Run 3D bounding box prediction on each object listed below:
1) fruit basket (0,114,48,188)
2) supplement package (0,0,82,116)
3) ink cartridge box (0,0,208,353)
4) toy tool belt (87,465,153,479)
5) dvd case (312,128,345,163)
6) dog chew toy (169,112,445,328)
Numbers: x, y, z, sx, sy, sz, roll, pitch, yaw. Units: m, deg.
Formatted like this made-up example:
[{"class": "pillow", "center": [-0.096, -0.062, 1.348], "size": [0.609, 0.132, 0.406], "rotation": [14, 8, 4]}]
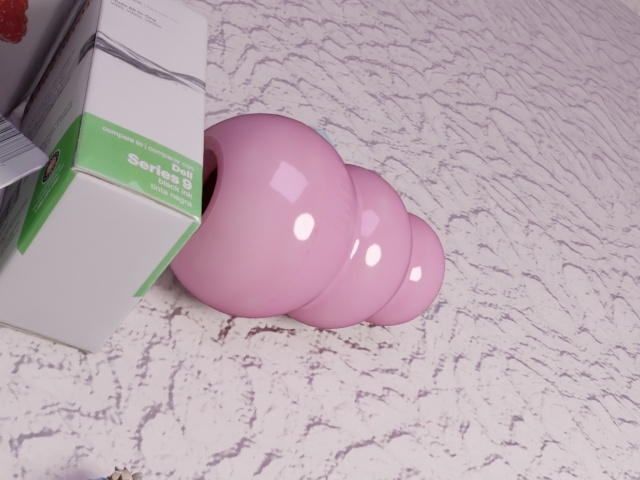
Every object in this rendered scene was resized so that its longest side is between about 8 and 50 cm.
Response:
[{"class": "fruit basket", "center": [-0.450, -0.092, 0.808], "size": [0.353, 0.165, 0.327], "rotation": [33, 41, 29]}, {"class": "supplement package", "center": [-0.301, -0.299, 1.021], "size": [0.177, 0.293, 0.175], "rotation": [35, 37, -7]}, {"class": "ink cartridge box", "center": [-0.203, -0.079, 0.950], "size": [0.121, 0.211, 0.289], "rotation": [23, 41, -25]}, {"class": "toy tool belt", "center": [-0.160, 0.210, 0.829], "size": [0.083, 0.051, 0.052], "rotation": [8, 48, -37]}, {"class": "dvd case", "center": [-0.001, -0.096, 1.311], "size": [0.087, 0.013, 0.119], "rotation": [-5, 57, -44]}, {"class": "dog chew toy", "center": [0.000, 0.000, 1.072], "size": [0.332, 0.206, 0.206], "rotation": [22, 40, -36]}]
